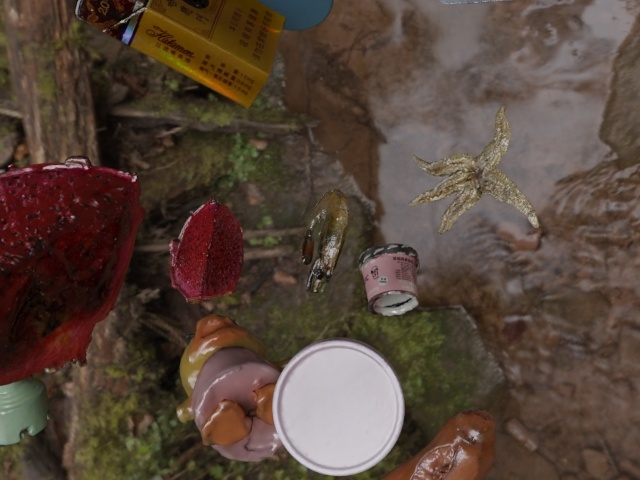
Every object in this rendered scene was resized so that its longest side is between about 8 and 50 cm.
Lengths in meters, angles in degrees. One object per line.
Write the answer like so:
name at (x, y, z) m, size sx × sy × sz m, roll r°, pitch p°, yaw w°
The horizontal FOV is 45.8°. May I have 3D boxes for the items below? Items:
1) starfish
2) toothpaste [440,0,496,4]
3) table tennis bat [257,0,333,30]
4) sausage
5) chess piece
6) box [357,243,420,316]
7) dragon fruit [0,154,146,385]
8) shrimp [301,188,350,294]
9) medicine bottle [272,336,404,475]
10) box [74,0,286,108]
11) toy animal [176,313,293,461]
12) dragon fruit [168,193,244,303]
starfish at (0.351, -0.125, 1.810) m, size 0.293 × 0.084 × 0.302 m, roll -22°, pitch 78°, yaw 31°
toothpaste at (0.217, -0.361, 0.787) m, size 0.113 × 0.299 × 0.073 m, roll 8°, pitch 154°, yaw 31°
table tennis bat at (-0.102, -0.623, 1.812) m, size 0.215 × 0.329 × 0.044 m, roll -19°, pitch 54°, yaw 28°
sausage at (0.105, 0.302, 0.915) m, size 0.087 × 0.079 × 0.327 m, roll 30°, pitch 126°, yaw -18°
chess piece at (-0.553, 0.193, 1.302) m, size 0.194 × 0.194 × 0.299 m, roll 10°, pitch 115°, yaw 39°
box at (0.170, 0.102, 1.837) m, size 0.151 × 0.151 × 0.135 m, roll -36°, pitch 47°, yaw 43°
dragon fruit at (-0.305, 0.051, 0.765) m, size 0.134 × 0.262 × 0.212 m, roll 22°, pitch 134°, yaw 30°
shrimp at (-0.001, 0.000, 1.759) m, size 0.173 × 0.058 × 0.253 m, roll 3°, pitch 73°, yaw 59°
medicine bottle at (0.021, 0.170, 0.812) m, size 0.133 × 0.250 × 0.134 m, roll 0°, pitch 83°, yaw 2°
box at (-0.294, -0.490, 1.658) m, size 0.415 × 0.264 × 0.116 m, roll 27°, pitch 133°, yaw -17°
toy animal at (-0.131, 0.216, 1.156) m, size 0.281 × 0.195 × 0.169 m, roll -133°, pitch 29°, yaw -56°
dragon fruit at (-0.282, 0.035, 1.875) m, size 0.161 × 0.126 × 0.274 m, roll -8°, pitch 67°, yaw 39°
